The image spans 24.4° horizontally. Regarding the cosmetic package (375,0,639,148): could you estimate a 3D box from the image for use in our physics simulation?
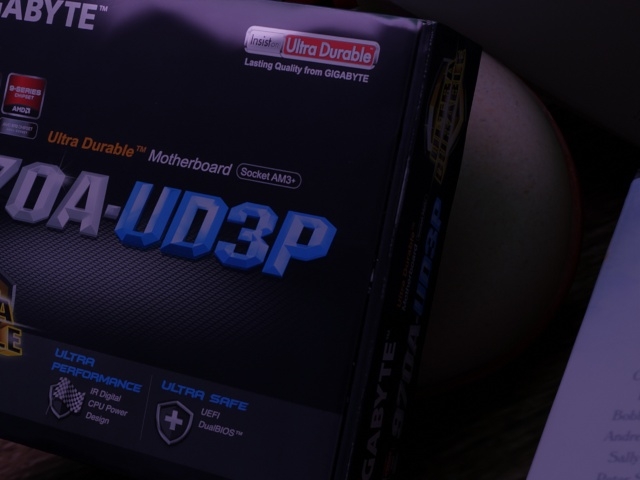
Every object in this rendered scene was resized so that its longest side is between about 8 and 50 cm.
[{"bbox_3d":[0.007,-0.190,0.759,0.097,0.284,0.377,-58,42,8],"label":"cosmetic package"}]

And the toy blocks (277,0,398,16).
[{"bbox_3d":[-0.047,-0.239,1.060,0.381,0.261,0.191,-17,21,4],"label":"toy blocks"}]

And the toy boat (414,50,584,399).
[{"bbox_3d":[0.000,0.000,0.639,0.231,0.151,0.151,-12,-7,18],"label":"toy boat"}]

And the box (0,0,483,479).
[{"bbox_3d":[-0.063,-0.004,0.546,0.220,0.175,0.051,12,1,27],"label":"box"}]

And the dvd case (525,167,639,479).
[{"bbox_3d":[0.149,0.054,0.420,0.180,0.022,0.253,-6,37,32],"label":"dvd case"}]
